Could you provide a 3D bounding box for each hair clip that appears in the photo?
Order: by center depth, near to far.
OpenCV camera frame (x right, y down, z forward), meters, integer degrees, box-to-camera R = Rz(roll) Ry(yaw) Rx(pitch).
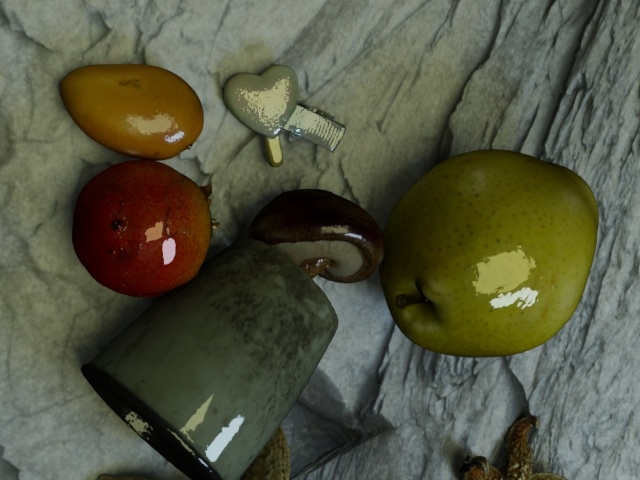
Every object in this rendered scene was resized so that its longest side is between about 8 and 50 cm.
[{"bbox_3d":[-0.065,-0.201,1.734,0.218,0.071,0.159,23,90,-28],"label":"hair clip"}]

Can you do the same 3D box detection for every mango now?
[{"bbox_3d":[-0.282,-0.196,1.576,0.219,0.112,0.144,14,72,-17],"label":"mango"}]

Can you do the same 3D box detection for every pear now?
[{"bbox_3d":[0.291,0.023,1.826,0.418,0.362,0.362,-35,116,-34],"label":"pear"}]

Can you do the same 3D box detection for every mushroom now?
[{"bbox_3d":[-0.001,-0.012,1.737,0.231,0.138,0.194,21,133,-34],"label":"mushroom"}]

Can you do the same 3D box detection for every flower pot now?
[{"bbox_3d":[-0.156,0.178,1.633,0.330,0.294,0.293,-50,120,-20],"label":"flower pot"}]

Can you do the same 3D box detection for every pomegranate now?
[{"bbox_3d":[-0.256,-0.022,1.573,0.235,0.210,0.210,-28,116,-50],"label":"pomegranate"}]

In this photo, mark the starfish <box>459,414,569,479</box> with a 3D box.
[{"bbox_3d":[0.370,0.497,2.109,0.303,0.113,0.312,40,82,-31],"label":"starfish"}]

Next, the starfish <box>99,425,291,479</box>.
[{"bbox_3d":[-0.184,0.460,1.692,0.432,0.082,0.324,-26,73,-30],"label":"starfish"}]
